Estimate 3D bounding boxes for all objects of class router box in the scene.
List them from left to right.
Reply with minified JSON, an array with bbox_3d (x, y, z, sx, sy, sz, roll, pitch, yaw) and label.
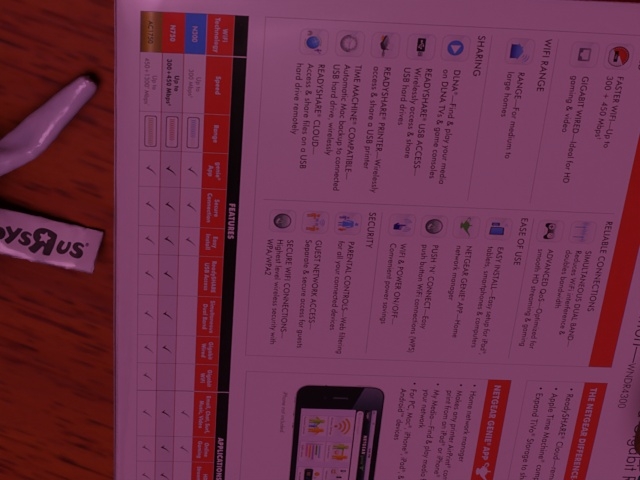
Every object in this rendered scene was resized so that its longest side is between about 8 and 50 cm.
[{"bbox_3d":[0.045,0.011,0.754,0.301,0.082,0.335,3,123,-5],"label":"router box"}]

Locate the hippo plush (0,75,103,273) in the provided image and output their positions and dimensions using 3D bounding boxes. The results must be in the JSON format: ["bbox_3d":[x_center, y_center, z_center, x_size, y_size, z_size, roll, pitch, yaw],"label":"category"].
[{"bbox_3d":[-0.297,0.040,0.806,0.294,0.236,0.234,9,123,8],"label":"hippo plush"}]

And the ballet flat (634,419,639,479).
[{"bbox_3d":[0.318,0.122,0.772,0.342,0.116,0.124,22,90,-20],"label":"ballet flat"}]
